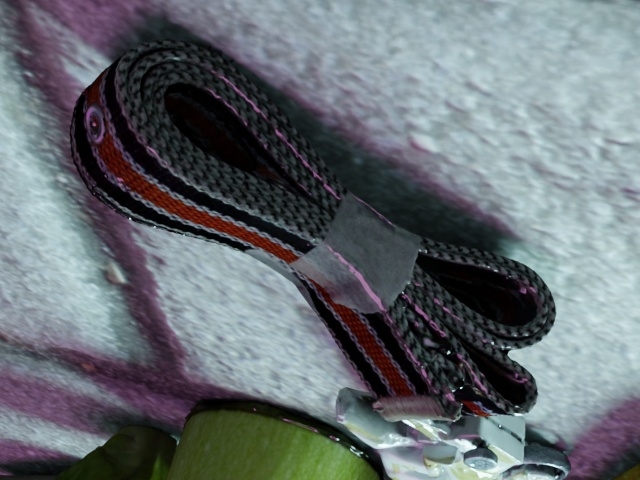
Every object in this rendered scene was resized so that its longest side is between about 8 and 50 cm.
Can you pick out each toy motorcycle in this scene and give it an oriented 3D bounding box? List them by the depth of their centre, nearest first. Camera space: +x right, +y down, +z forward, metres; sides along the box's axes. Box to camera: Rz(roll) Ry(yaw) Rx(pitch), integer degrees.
[{"bbox_3d":[0.105,0.173,1.131,0.151,0.074,0.229,-19,143,41],"label":"toy motorcycle"}]

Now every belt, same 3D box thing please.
[{"bbox_3d":[0.000,0.000,0.854,0.359,0.126,0.094,38,156,-21],"label":"belt"}]

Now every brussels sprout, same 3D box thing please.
[{"bbox_3d":[-0.206,0.289,1.402,0.161,0.180,0.144,7,144,41],"label":"brussels sprout"}]

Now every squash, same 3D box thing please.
[{"bbox_3d":[-0.052,0.260,1.328,0.220,0.133,0.220,14,157,6],"label":"squash"}]

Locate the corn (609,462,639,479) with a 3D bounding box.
[{"bbox_3d":[0.278,0.242,1.129,0.097,0.097,0.261,21,152,-4],"label":"corn"}]

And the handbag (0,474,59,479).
[{"bbox_3d":[-0.319,0.381,1.700,0.315,0.109,0.241,-13,132,46],"label":"handbag"}]
